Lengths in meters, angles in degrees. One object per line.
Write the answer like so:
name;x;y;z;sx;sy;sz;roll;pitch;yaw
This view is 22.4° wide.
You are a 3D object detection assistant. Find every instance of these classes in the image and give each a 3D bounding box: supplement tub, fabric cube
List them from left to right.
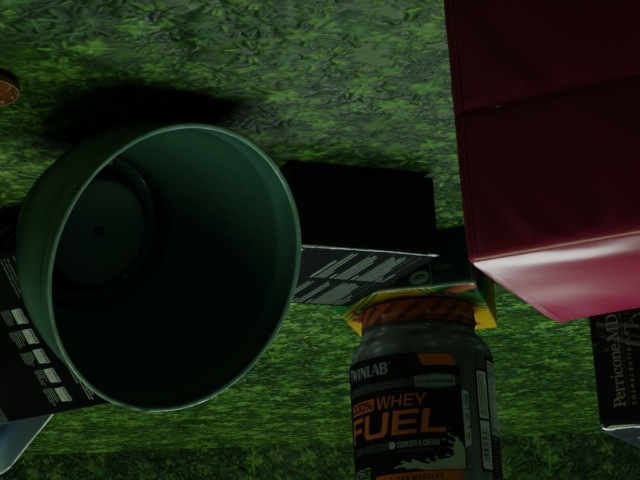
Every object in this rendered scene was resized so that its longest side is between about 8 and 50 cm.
supplement tub;0.137;0.245;2.111;0.193;0.316;0.193;-3;163;-1
fabric cube;0.272;-0.095;1.349;0.258;0.259;0.254;-12;161;23

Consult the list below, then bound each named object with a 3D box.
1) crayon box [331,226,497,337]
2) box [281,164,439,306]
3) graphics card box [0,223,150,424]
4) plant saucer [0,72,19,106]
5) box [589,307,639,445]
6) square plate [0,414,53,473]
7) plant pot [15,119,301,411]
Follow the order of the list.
crayon box;0.132;0.070;2.222;0.202;0.081;0.318;-7;164;12
box;0.000;0.000;1.915;0.184;0.103;0.261;2;164;-23
graphics card box;-0.301;0.086;1.939;0.371;0.233;0.094;-15;-160;33
plant saucer;-0.325;-0.144;1.518;0.083;0.013;0.083;-3;164;-1
box;0.427;0.014;1.591;0.312;0.343;0.179;-9;164;20
square plate;-0.433;0.225;2.323;0.049;0.347;0.344;43;143;-13
plant pot;-0.195;0.007;1.662;0.293;0.293;0.196;11;-174;-40
